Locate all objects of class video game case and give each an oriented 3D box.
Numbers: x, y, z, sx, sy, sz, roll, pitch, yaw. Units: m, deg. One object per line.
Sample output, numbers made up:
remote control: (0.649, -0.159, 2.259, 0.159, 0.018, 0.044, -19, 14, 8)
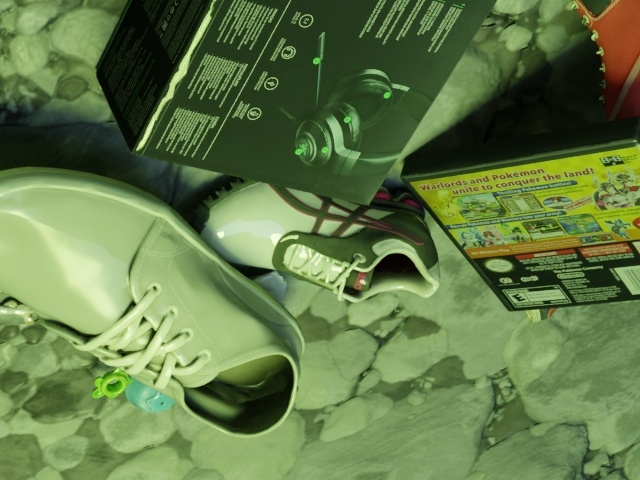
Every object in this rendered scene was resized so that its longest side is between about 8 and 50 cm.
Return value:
video game case: (0.259, -0.019, 1.616, 0.274, 0.035, 0.248, -8, 139, 37)

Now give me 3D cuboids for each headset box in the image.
headset box: (-0.016, -0.181, 1.397, 0.283, 0.131, 0.246, 10, 124, -33)

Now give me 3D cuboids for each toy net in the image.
toy net: (-0.138, 0.096, 1.659, 0.232, 0.045, 0.122, -44, 132, 13)

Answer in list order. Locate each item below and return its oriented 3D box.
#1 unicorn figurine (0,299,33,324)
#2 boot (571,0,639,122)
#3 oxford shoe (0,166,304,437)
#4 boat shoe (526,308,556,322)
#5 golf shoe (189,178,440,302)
unicorn figurine: (-0.325, 0.051, 1.519, 0.111, 0.060, 0.162, 16, 105, -36)
boot: (0.294, -0.174, 1.560, 0.088, 0.176, 0.244, -37, 161, -46)
oxford shoe: (-0.166, 0.068, 1.486, 0.169, 0.130, 0.449, -33, 136, 23)
boat shoe: (0.237, 0.054, 1.805, 0.043, 0.049, 0.137, -35, 141, 10)
golf shoe: (0.000, 0.000, 1.584, 0.272, 0.120, 0.105, 0, 131, -25)
